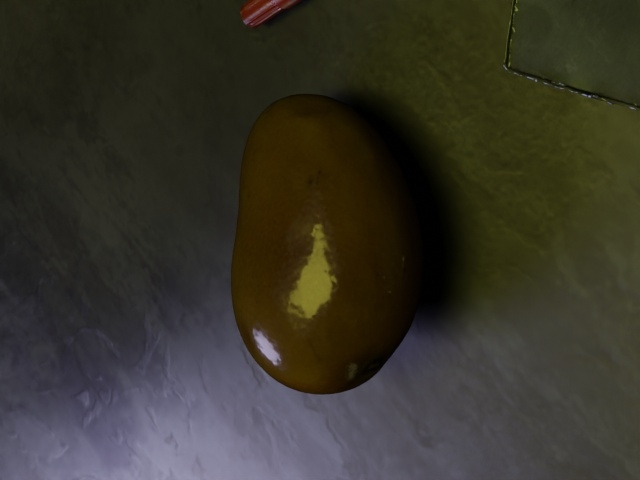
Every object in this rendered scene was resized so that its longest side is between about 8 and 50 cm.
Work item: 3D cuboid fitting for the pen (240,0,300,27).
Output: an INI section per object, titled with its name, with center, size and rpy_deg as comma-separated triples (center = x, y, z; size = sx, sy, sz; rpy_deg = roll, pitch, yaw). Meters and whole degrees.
[pen]
center = 0.015, -0.243, 1.508
size = 0.239, 0.028, 0.028
rpy_deg = -29, 79, 41

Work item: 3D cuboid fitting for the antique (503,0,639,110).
[antique]
center = 0.237, -0.176, 1.247
size = 0.152, 0.148, 0.146
rpy_deg = 22, 112, 37

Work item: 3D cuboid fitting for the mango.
[mango]
center = 0.006, 0.003, 1.494
size = 0.175, 0.139, 0.254
rpy_deg = 3, 94, 34
